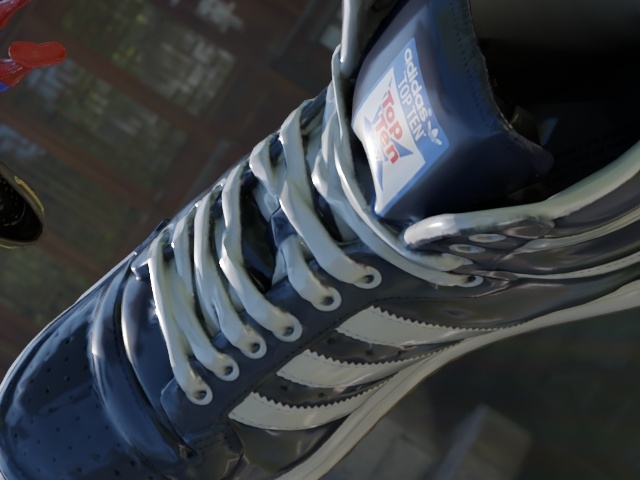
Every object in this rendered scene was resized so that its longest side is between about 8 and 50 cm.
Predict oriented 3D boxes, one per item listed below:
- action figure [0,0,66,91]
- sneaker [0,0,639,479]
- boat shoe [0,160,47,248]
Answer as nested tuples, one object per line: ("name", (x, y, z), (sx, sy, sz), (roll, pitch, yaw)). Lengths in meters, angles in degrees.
("action figure", (-0.328, -0.125, 1.203), (0.280, 0.139, 0.091), (-21, 74, 44))
("sneaker", (0.000, 0.000, 0.450), (0.282, 0.099, 0.153), (-25, -20, 14))
("boat shoe", (-0.331, -0.065, 1.424), (0.081, 0.228, 0.069), (-56, 41, -1))
